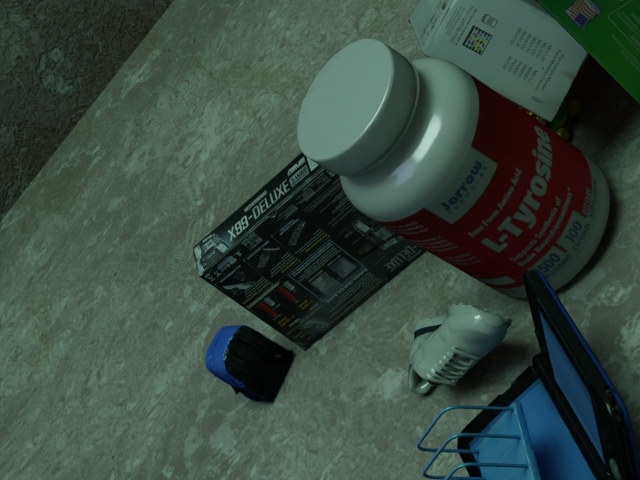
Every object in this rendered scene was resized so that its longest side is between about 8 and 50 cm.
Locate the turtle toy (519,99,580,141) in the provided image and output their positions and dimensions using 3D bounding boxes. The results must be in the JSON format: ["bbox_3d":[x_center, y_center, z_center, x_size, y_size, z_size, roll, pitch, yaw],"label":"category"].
[{"bbox_3d":[0.319,-0.172,2.134,0.095,0.066,0.130,-1,58,50],"label":"turtle toy"}]

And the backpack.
[{"bbox_3d":[-0.125,0.192,2.276,0.101,0.120,0.098,-7,55,47],"label":"backpack"}]

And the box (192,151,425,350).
[{"bbox_3d":[0.000,0.000,2.198,0.307,0.242,0.076,-41,35,17],"label":"box"}]

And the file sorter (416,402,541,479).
[{"bbox_3d":[0.191,0.294,1.731,0.118,0.105,0.170,118,150,-47],"label":"file sorter"}]

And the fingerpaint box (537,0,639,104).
[{"bbox_3d":[0.407,-0.356,1.859,0.163,0.445,0.371,-34,38,27],"label":"fingerpaint box"}]

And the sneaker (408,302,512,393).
[{"bbox_3d":[0.184,0.148,1.945,0.235,0.090,0.094,136,157,-67],"label":"sneaker"}]

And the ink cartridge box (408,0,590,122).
[{"bbox_3d":[0.280,-0.281,2.056,0.130,0.272,0.309,-61,8,15],"label":"ink cartridge box"}]

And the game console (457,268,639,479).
[{"bbox_3d":[0.258,0.227,1.753,0.173,0.250,0.293,-21,37,-2],"label":"game console"}]

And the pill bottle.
[{"bbox_3d":[0.175,-0.097,1.910,0.229,0.408,0.229,-31,44,37],"label":"pill bottle"}]
